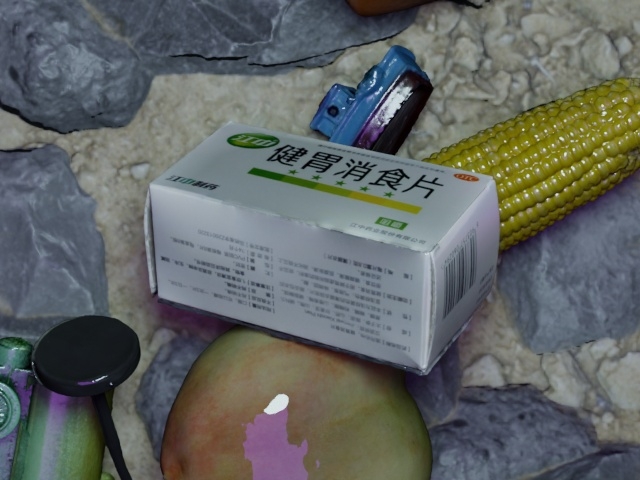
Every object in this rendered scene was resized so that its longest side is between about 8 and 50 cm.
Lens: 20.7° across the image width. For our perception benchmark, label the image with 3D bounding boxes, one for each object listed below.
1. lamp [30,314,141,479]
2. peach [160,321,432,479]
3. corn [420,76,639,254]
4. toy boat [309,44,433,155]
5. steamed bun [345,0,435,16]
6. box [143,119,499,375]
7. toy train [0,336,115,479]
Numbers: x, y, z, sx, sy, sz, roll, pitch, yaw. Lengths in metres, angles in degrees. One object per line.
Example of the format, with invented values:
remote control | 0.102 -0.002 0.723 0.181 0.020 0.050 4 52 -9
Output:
lamp | -0.194 0.260 1.858 0.130 0.108 0.371 -21 108 -17
peach | -0.026 0.214 1.832 0.292 0.247 0.292 -3 96 -37
corn | 0.215 -0.068 1.872 0.347 0.130 0.130 -26 93 4
toy boat | 0.031 -0.113 1.888 0.097 0.100 0.223 38 104 24
steamed bun | 0.077 -0.431 1.789 0.235 0.248 0.379 -13 95 2
box | -0.002 0.000 1.780 0.332 0.173 0.145 14 121 24
toy train | -0.321 0.262 1.901 0.189 0.126 0.308 10 94 -1
